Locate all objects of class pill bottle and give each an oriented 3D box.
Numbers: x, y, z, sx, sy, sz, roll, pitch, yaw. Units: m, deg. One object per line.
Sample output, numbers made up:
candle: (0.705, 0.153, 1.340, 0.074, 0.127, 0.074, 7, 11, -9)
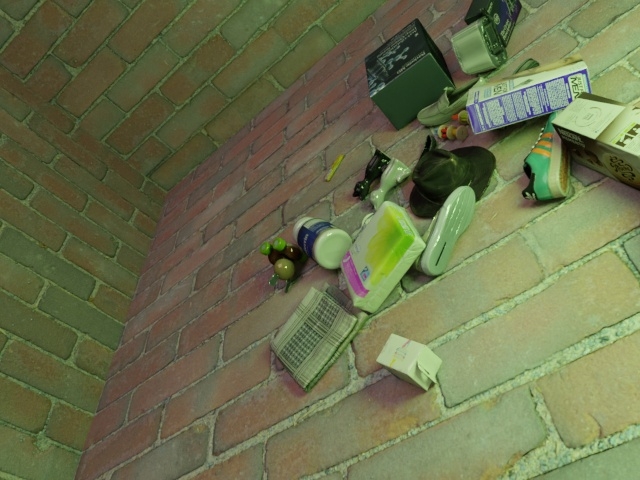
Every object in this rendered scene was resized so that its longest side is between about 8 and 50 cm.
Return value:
pill bottle: (0.000, 0.000, 1.980, 0.153, 0.153, 0.265, -51, 29, -3)

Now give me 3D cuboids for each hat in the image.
hat: (0.402, -0.228, 1.737, 0.331, 0.134, 0.331, -33, 33, 25)

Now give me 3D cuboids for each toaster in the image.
toaster: (0.593, -0.738, 1.988, 0.147, 0.226, 0.129, -13, 21, 47)

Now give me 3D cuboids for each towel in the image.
towel: (-0.018, 0.301, 1.755, 0.324, 0.056, 0.312, -50, 30, -4)

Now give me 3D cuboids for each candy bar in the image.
candy bar: (0.064, -0.336, 2.415, 0.040, 0.018, 0.161, -2, 54, 56)

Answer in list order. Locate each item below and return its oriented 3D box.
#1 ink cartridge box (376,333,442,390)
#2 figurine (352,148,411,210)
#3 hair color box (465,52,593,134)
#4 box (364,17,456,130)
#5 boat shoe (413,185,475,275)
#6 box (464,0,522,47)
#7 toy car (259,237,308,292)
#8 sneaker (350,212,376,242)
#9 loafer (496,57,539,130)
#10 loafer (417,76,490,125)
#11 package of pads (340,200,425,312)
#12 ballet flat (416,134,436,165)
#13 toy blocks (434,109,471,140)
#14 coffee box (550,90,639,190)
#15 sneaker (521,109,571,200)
ink cartridge box: (0.237, 0.317, 1.367, 0.143, 0.092, 0.089, 9, 62, 54)
figurine: (0.225, -0.225, 2.025, 0.209, 0.092, 0.215, -54, 30, 7)
hair color box: (0.626, -0.445, 1.600, 0.339, 0.110, 0.185, -12, 26, 24)
box: (0.373, -0.715, 2.254, 0.294, 0.212, 0.395, -32, 35, 25)
boat shoe: (0.366, -0.036, 1.591, 0.094, 0.109, 0.302, 10, 66, 58)
box: (0.688, -0.903, 2.085, 0.103, 0.184, 0.261, -7, 50, 50)
toy car: (-0.153, 0.109, 2.075, 0.149, 0.155, 0.188, -18, 54, 41)
sneaker: (0.171, -0.038, 1.912, 0.135, 0.052, 0.058, -55, 40, 4)
loafer: (0.657, -0.480, 1.756, 0.084, 0.096, 0.267, 39, 96, 41)
loafer: (0.493, -0.524, 1.975, 0.320, 0.111, 0.112, -17, 43, 42)
package of pads: (0.189, 0.046, 1.669, 0.296, 0.101, 0.229, -56, 26, 23)
ballet flat: (0.382, -0.316, 1.943, 0.058, 0.049, 0.173, -9, 48, 49)
toy blocks: (0.489, -0.423, 1.924, 0.123, 0.054, 0.148, -53, 30, -6)
coffee box: (0.731, -0.238, 1.281, 0.119, 0.168, 0.297, -44, 31, 8)
sneaker: (0.630, -0.242, 1.477, 0.121, 0.108, 0.302, -10, 49, 42)
